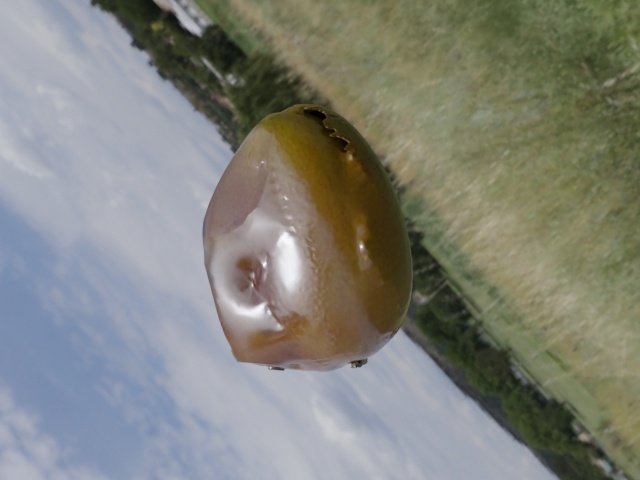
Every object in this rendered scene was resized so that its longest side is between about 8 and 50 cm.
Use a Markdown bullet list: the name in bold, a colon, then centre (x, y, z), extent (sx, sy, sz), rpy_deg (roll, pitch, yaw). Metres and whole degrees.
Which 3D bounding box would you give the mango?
- **mango**: centre (0.000, 0.000, 0.768), extent (0.136, 0.166, 0.236), rpy_deg (-31, -71, -51)
